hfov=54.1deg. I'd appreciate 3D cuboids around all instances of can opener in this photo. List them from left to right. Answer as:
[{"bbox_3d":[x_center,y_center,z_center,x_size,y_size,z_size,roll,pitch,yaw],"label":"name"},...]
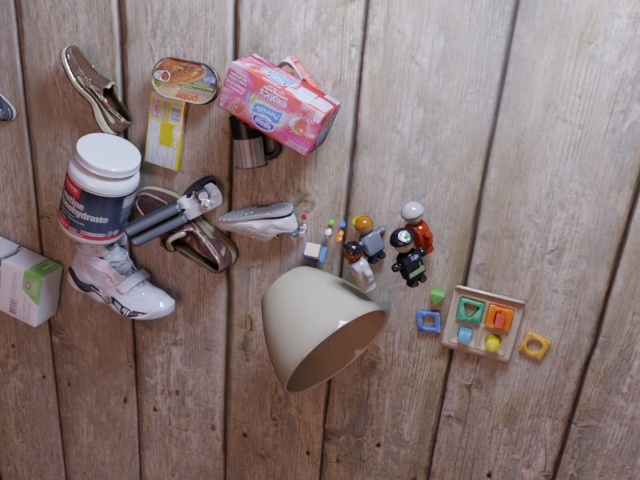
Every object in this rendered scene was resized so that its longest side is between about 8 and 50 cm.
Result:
[{"bbox_3d":[-0.397,-0.077,1.705,0.280,0.093,0.074,-30,125,-9],"label":"can opener"}]

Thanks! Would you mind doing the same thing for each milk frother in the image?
[{"bbox_3d":[-0.172,-0.247,1.589,0.129,0.143,0.135,-1,111,15],"label":"milk frother"}]

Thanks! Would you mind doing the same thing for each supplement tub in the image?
[{"bbox_3d":[-0.612,-0.138,1.740,0.191,0.191,0.272,31,125,5],"label":"supplement tub"}]

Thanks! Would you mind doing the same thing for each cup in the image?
[{"bbox_3d":[-0.022,0.208,1.652,0.237,0.331,0.331,50,121,25],"label":"cup"}]

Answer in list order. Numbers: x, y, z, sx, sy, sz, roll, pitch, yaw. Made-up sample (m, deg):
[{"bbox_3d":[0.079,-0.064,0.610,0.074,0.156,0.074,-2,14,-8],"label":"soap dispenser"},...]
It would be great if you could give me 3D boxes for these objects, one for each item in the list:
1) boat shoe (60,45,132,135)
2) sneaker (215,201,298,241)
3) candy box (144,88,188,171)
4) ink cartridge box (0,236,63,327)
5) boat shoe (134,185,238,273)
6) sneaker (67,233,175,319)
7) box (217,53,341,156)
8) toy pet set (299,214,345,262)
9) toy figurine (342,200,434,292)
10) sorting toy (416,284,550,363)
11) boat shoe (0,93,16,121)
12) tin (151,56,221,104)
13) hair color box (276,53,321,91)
[{"bbox_3d":[-0.595,-0.415,1.701,0.095,0.095,0.258,-18,116,21],"label":"boat shoe"},{"bbox_3d":[-0.176,-0.040,1.709,0.234,0.090,0.095,-3,119,22],"label":"sneaker"},{"bbox_3d":[-0.423,-0.300,1.718,0.105,0.027,0.206,20,115,13],"label":"candy box"},{"bbox_3d":[-0.993,0.128,2.036,0.272,0.115,0.199,24,116,8],"label":"ink cartridge box"},{"bbox_3d":[-0.394,-0.024,1.764,0.342,0.123,0.123,40,118,1],"label":"boat shoe"},{"bbox_3d":[-0.594,0.090,1.869,0.365,0.137,0.210,21,119,14],"label":"sneaker"},{"bbox_3d":[-0.098,-0.324,1.492,0.256,0.128,0.123,31,121,6],"label":"box"},{"bbox_3d":[0.000,0.000,1.688,0.122,0.065,0.114,12,79,11],"label":"toy pet set"},{"bbox_3d":[0.164,0.012,1.538,0.209,0.213,0.148,-9,120,27],"label":"toy figurine"},{"bbox_3d":[0.419,0.225,1.626,0.347,0.047,0.196,13,114,13],"label":"sorting toy"},{"bbox_3d":[-0.993,-0.425,1.843,0.206,0.065,0.075,41,118,0],"label":"boat shoe"},{"bbox_3d":[-0.348,-0.413,1.630,0.189,0.040,0.106,15,96,12],"label":"tin"},{"bbox_3d":[-0.054,-0.380,1.550,0.072,0.043,0.141,-35,96,29],"label":"hair color box"}]
